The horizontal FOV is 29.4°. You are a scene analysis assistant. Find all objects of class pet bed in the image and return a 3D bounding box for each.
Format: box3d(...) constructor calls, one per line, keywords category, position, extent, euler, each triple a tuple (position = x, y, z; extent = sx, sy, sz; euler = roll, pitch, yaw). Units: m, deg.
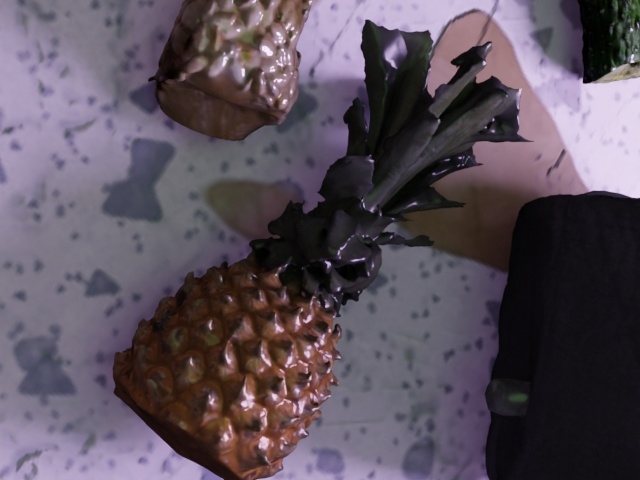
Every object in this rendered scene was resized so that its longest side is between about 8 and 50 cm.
box3d(category="pet bed", position=(0.187, 0.072, 0.750), extent=(0.159, 0.183, 0.211), euler=(7, 89, -31))

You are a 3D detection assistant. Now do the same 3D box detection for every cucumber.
box3d(category="cucumber", position=(0.193, -0.201, 0.819), extent=(0.058, 0.058, 0.187), euler=(-11, 95, -25))

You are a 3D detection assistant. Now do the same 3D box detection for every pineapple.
box3d(category="pineapple", position=(0.000, 0.000, 0.691), extent=(0.130, 0.119, 0.277), euler=(47, 71, -25))

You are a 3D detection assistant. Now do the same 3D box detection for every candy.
box3d(category="candy", position=(-0.048, -0.115, 0.684), extent=(0.085, 0.095, 0.110), euler=(15, 79, -21))
